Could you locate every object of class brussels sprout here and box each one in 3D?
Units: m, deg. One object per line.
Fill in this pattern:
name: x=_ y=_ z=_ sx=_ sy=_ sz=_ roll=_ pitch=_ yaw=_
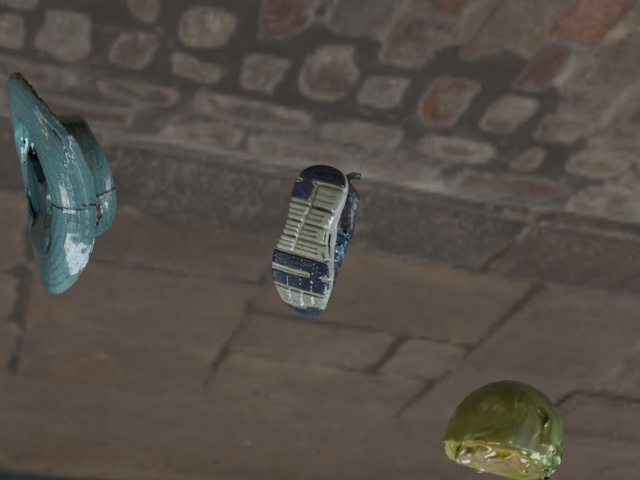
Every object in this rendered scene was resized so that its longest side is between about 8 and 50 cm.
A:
brussels sprout: x=0.239 y=0.238 z=1.633 sx=0.151 sy=0.122 sz=0.149 roll=12 pitch=151 yaw=-2

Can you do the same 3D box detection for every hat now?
hat: x=-0.212 y=-0.054 z=1.068 sx=0.078 sy=0.191 sz=0.138 roll=-13 pitch=-158 yaw=-24

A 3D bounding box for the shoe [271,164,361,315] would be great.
shoe: x=0.000 y=0.000 z=1.181 sx=0.064 sy=0.143 sz=0.071 roll=15 pitch=-173 yaw=27
